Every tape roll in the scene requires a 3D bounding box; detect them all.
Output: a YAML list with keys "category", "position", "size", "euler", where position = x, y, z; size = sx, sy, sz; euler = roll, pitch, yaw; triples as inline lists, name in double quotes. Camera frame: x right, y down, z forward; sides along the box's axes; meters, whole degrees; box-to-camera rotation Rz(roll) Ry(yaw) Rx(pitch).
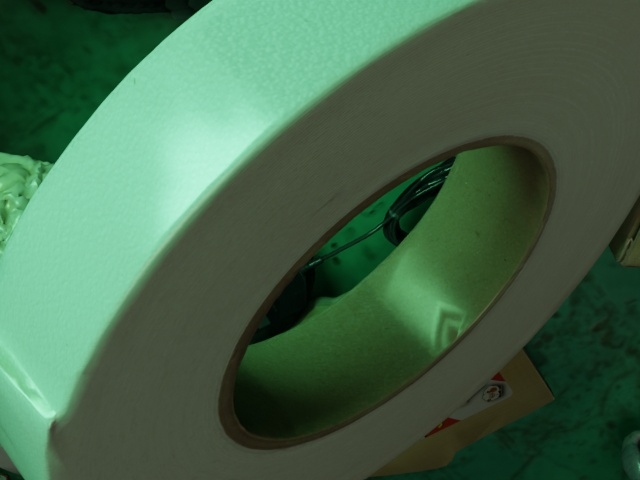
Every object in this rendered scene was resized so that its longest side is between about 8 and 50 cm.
- category: "tape roll"
  position: [0.015, 0.007, 0.726]
  size: [0.392, 0.072, 0.392]
  euler: [-32, 152, -20]

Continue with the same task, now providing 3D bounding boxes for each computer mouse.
- category: "computer mouse"
  position: [0.000, 0.000, 0.912]
  size: [0.242, 0.041, 0.071]
  euler: [-25, 129, 1]

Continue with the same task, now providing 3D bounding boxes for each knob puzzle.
- category: "knob puzzle"
  position: [0.039, 0.094, 0.997]
  size: [0.213, 0.030, 0.213]
  euler: [-6, 131, -7]

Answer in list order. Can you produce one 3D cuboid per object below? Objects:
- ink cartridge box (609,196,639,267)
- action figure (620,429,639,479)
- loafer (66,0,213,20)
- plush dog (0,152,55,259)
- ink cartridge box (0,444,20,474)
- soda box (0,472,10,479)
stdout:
- category: "ink cartridge box"
  position: [0.287, -0.091, 0.854]
  size: [0.193, 0.088, 0.235]
  euler: [6, 129, -14]
- category: "action figure"
  position: [0.369, 0.224, 1.031]
  size: [0.248, 0.276, 0.370]
  euler: [12, 113, -28]
- category: "loafer"
  position: [0.005, -0.172, 0.723]
  size: [0.302, 0.095, 0.109]
  euler: [-15, 131, 1]
- category: "plush dog"
  position: [-0.264, 0.023, 0.707]
  size: [0.210, 0.225, 0.262]
  euler: [-17, 126, 47]
- category: "ink cartridge box"
  position: [-0.116, 0.142, 0.948]
  size: [0.181, 0.056, 0.225]
  euler: [-6, 129, 22]
- category: "soda box"
  position: [-0.233, 0.278, 0.941]
  size: [0.083, 0.263, 0.092]
  euler: [-7, 131, -6]
